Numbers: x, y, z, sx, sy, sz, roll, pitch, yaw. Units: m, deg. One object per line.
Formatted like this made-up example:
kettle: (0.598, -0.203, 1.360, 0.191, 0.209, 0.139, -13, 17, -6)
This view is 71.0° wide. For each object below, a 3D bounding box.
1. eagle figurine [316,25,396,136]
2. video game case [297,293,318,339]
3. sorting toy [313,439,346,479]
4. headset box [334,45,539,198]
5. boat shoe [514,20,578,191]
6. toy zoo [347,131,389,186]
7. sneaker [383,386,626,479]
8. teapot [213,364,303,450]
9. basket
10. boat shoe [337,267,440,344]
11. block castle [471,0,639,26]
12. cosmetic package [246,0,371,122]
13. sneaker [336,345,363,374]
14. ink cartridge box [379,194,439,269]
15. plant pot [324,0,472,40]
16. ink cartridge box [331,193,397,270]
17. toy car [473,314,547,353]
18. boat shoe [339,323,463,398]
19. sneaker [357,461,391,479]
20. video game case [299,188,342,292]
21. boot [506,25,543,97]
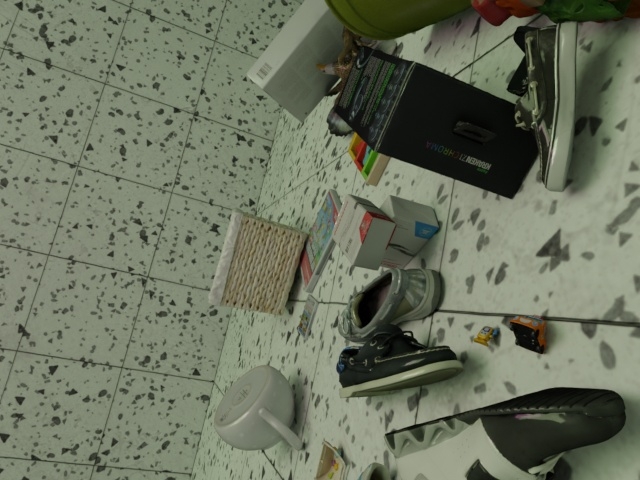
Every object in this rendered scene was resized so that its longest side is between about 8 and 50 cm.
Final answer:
eagle figurine: (0.094, -0.509, 1.408, 0.226, 0.225, 0.298, -39, -28, -18)
video game case: (-0.039, 0.235, 1.386, 0.087, 0.011, 0.121, -153, 79, -70)
sorting toy: (0.029, 0.481, 0.953, 0.075, 0.045, 0.083, 2, 76, 63)
headset box: (0.183, -0.198, 0.730, 0.283, 0.247, 0.131, -109, 39, -61)
boat shoe: (0.296, -0.171, 0.591, 0.070, 0.078, 0.219, 2, 86, 30)
toy zoo: (0.146, -0.296, 1.254, 0.293, 0.030, 0.192, -107, 37, -59)
sneaker: (0.212, 0.263, 0.519, 0.330, 0.123, 0.146, -50, 49, 49)
teapot: (-0.159, 0.495, 1.272, 0.253, 0.187, 0.256, -35, 16, 21)
basket: (-0.236, 0.076, 1.637, 0.328, 0.267, 0.331, -152, 79, -78)
boat shoe: (0.108, 0.130, 0.903, 0.320, 0.103, 0.118, 138, 143, -58)
block castle: (0.348, -0.420, 0.509, 0.302, 0.213, 0.453, -65, 22, 13)
cosmetic package: (-0.022, -0.592, 1.435, 0.377, 0.284, 0.097, -47, 67, 10)
sneaker: (0.062, 0.264, 0.996, 0.144, 0.059, 0.053, 129, 148, -51)
ink cartridge box: (0.143, 0.000, 0.910, 0.180, 0.104, 0.060, 122, 152, -42)
plant pot: (0.220, -0.585, 0.862, 0.353, 0.367, 0.366, 41, 114, 56)
ink cartridge box: (0.079, -0.019, 0.854, 0.135, 0.056, 0.099, -123, 49, -61)
toy car: (0.248, 0.114, 0.598, 0.040, 0.060, 0.122, -47, 17, -21)
boat shoe: (0.118, 0.205, 0.783, 0.340, 0.127, 0.112, 122, 145, -63)
sneaker: (0.103, 0.451, 0.689, 0.092, 0.088, 0.228, -68, 21, 12)
video game case: (0.000, 0.000, 1.443, 0.204, 0.025, 0.285, -106, 36, -57)
boot: (0.327, -0.280, 0.709, 0.121, 0.045, 0.099, -111, 38, -60)
